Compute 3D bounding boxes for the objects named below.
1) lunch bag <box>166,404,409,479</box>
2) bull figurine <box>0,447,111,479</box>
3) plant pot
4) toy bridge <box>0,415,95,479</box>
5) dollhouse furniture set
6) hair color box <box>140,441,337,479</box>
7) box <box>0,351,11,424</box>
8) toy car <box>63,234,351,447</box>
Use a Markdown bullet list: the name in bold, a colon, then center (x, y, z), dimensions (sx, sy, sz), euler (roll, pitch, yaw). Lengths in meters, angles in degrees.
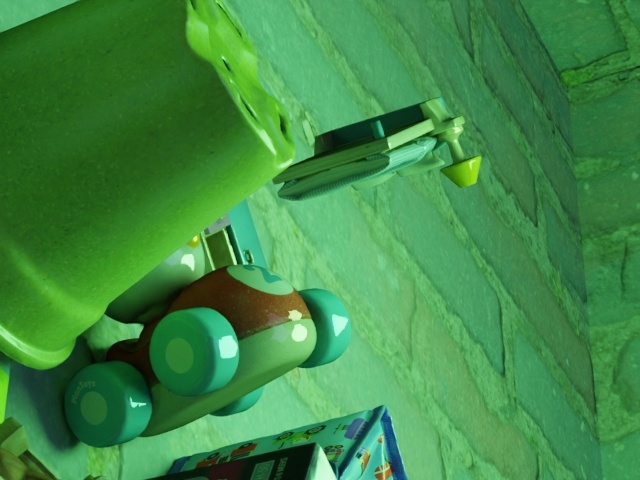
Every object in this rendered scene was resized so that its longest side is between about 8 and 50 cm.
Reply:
- **lunch bag**: center (-0.062, 0.266, 1.565), dimensions (0.293, 0.221, 0.138), euler (-30, 103, -69)
- **bull figurine**: center (-0.216, 0.223, 1.289), dimensions (0.101, 0.188, 0.310), euler (-54, 137, -30)
- **plant pot**: center (-0.169, -0.079, 1.407), dimensions (0.276, 0.254, 0.276), euler (58, 12, -20)
- **toy bridge**: center (-0.166, 0.199, 1.330), dimensions (0.026, 0.188, 0.063), euler (-44, 149, -29)
- **dollhouse furniture set**: center (0.000, 0.000, 1.798), dimensions (0.286, 0.303, 0.198), euler (-30, 102, -68)
- **hair color box**: center (-0.166, 0.253, 1.095), dimensions (0.185, 0.374, 0.113), euler (-69, 139, -58)
- **box**: center (-0.281, 0.081, 1.394), dimensions (0.109, 0.042, 0.178), euler (52, 29, -46)
- **toy car**: center (-0.131, 0.037, 1.618), dimensions (0.219, 0.210, 0.238), euler (-8, 70, -57)
